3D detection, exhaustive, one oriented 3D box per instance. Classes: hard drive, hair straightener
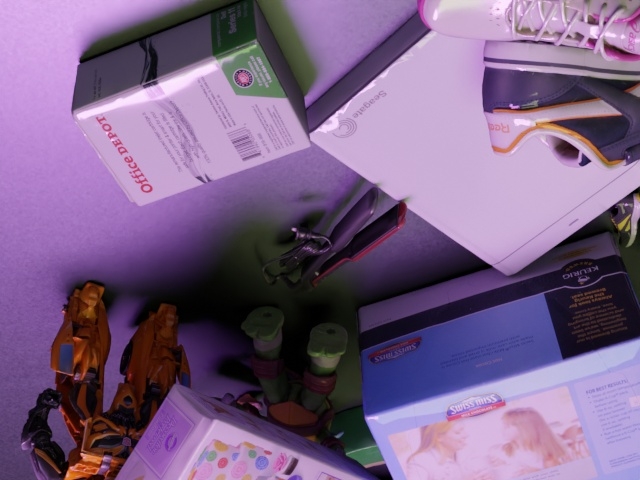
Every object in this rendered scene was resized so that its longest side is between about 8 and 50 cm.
[{"bbox_3d":[0.186,-0.109,1.348,0.353,0.047,0.233,33,123,-32],"label":"hard drive"},{"bbox_3d":[0.000,0.000,1.416,0.089,0.047,0.230,29,141,-24],"label":"hair straightener"}]

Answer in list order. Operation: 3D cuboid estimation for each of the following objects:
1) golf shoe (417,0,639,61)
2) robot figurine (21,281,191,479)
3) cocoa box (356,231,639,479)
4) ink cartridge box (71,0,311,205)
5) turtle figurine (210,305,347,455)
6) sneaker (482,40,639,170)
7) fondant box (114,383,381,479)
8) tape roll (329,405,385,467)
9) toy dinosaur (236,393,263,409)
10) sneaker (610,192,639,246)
[{"bbox_3d":[0.245,-0.224,1.099,0.306,0.140,0.115,-8,137,3],"label":"golf shoe"},{"bbox_3d":[-0.244,0.191,1.422,0.211,0.291,0.085,16,131,-22],"label":"robot figurine"},{"bbox_3d":[0.245,0.183,1.489,0.347,0.228,0.231,-18,121,11],"label":"cocoa box"},{"bbox_3d":[-0.134,-0.141,1.248,0.208,0.087,0.153,-18,134,10],"label":"ink cartridge box"},{"bbox_3d":[-0.056,0.241,1.539,0.275,0.198,0.266,-18,128,-33],"label":"turtle figurine"},{"bbox_3d":[0.313,-0.139,1.242,0.321,0.126,0.127,1,101,-17],"label":"sneaker"},{"bbox_3d":[-0.093,0.330,1.371,0.330,0.096,0.238,32,91,-43],"label":"fondant box"},{"bbox_3d":[0.106,0.369,1.792,0.321,0.077,0.321,-4,135,-4],"label":"tape roll"},{"bbox_3d":[-0.148,0.297,1.706,0.112,0.064,0.211,36,104,-25],"label":"toy dinosaur"},{"bbox_3d":[0.374,-0.027,1.467,0.035,0.031,0.083,5,131,7],"label":"sneaker"}]
